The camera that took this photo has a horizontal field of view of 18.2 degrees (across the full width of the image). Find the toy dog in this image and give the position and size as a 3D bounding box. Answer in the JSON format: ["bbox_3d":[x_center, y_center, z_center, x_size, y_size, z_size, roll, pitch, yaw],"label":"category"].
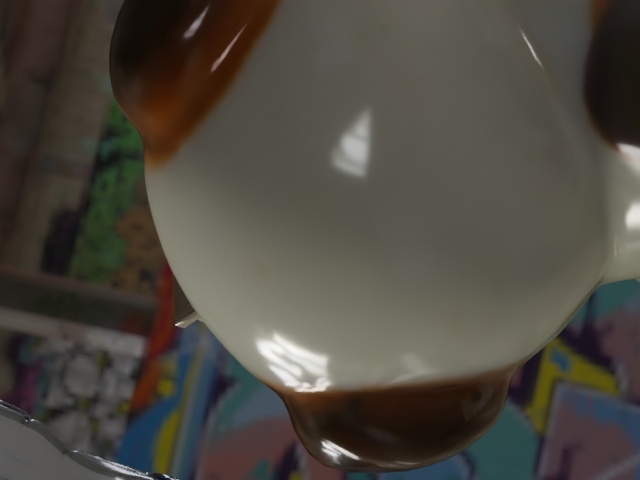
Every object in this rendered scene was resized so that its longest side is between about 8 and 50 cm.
[{"bbox_3d":[0.131,-0.066,0.758,0.284,0.408,0.395,60,-163,-25],"label":"toy dog"}]

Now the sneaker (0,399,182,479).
[{"bbox_3d":[-0.137,0.189,1.199,0.111,0.297,0.129,150,143,-79],"label":"sneaker"}]

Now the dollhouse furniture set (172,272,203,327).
[{"bbox_3d":[0.000,0.000,1.357,0.101,0.182,0.161,-34,45,34],"label":"dollhouse furniture set"}]
